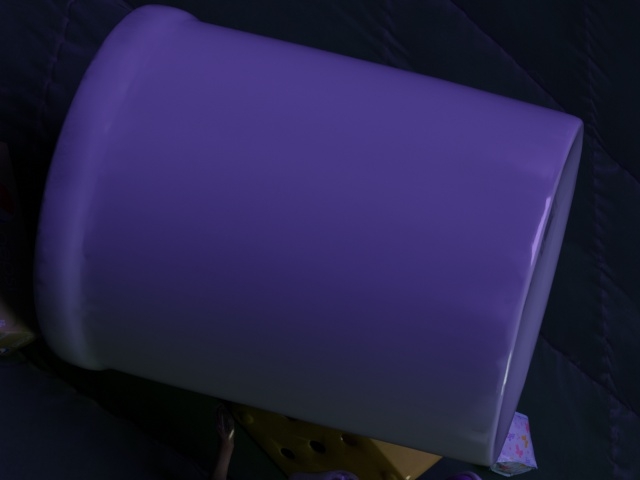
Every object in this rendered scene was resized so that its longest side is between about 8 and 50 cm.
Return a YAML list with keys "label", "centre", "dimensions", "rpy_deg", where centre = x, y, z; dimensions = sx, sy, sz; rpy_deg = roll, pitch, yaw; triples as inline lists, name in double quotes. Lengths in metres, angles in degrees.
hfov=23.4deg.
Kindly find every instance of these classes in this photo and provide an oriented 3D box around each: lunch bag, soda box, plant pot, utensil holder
- label: "lunch bag"
  centre: [0.220, 0.243, 1.867]
  dimensions: [0.083, 0.053, 0.071]
  rpy_deg: [27, 48, -56]
- label: "soda box"
  centre: [-0.289, 0.005, 1.318]
  dimensions: [0.061, 0.058, 0.181]
  rpy_deg: [8, 61, -52]
- label: "plant pot"
  centre: [0.037, 0.142, 1.556]
  dimensions: [0.212, 0.212, 0.187]
  rpy_deg: [51, 47, -19]
- label: "utensil holder"
  centre: [0.000, 0.000, 1.318]
  dimensions: [0.327, 0.386, 0.327]
  rpy_deg: [15, 90, -78]

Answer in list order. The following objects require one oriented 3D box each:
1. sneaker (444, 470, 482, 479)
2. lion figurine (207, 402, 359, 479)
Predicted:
- label: "sneaker"
  centre: [0.191, 0.400, 1.654]
  dimensions: [0.152, 0.114, 0.305]
  rpy_deg: [36, 42, -34]
- label: "lion figurine"
  centre: [0.011, 0.317, 1.422]
  dimensions: [0.142, 0.240, 0.392]
  rpy_deg: [-38, 88, -21]
